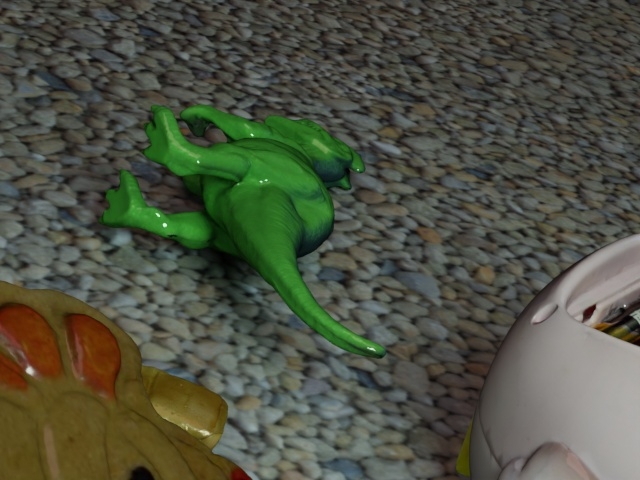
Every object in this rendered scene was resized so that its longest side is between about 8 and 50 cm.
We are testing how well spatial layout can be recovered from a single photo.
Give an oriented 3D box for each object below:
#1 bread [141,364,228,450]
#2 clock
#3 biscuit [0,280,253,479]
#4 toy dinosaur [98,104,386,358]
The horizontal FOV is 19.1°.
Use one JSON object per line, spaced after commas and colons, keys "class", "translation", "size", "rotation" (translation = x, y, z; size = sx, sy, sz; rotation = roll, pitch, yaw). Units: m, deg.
{"class": "bread", "translation": [-0.139, 0.134, 1.519], "size": [0.132, 0.053, 0.074], "rotation": [18, 25, 3]}
{"class": "clock", "translation": [0.316, 0.166, 1.444], "size": [0.377, 0.250, 0.368], "rotation": [35, 39, 30]}
{"class": "biscuit", "translation": [-0.161, 0.189, 1.201], "size": [0.381, 0.074, 0.359], "rotation": [0, 63, -49]}
{"class": "toy dinosaur", "translation": [0.000, 0.000, 1.839], "size": [0.374, 0.144, 0.500], "rotation": [6, 27, -46]}
